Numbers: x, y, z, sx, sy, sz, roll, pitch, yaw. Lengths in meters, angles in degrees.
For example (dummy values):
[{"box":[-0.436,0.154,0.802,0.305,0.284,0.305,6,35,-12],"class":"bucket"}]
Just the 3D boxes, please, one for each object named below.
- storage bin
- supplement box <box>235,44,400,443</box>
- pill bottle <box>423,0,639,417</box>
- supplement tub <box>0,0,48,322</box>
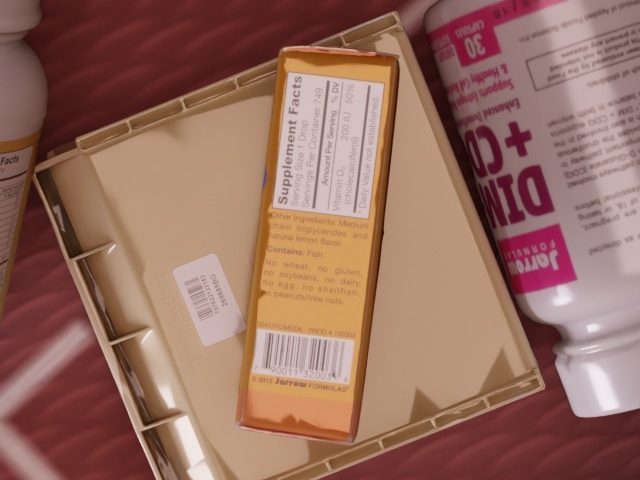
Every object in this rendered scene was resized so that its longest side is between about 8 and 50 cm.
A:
[{"box":[-0.019,0.017,1.285,0.260,0.123,0.262,-22,94,1],"class":"storage bin"},{"box":[0.000,0.000,1.184,0.080,0.078,0.233,9,93,2],"class":"supplement box"},{"box":[0.183,-0.041,1.257,0.160,0.160,0.283,-19,90,0],"class":"pill bottle"},{"box":[-0.295,-0.034,1.198,0.228,0.228,0.316,14,105,-2],"class":"supplement tub"}]
